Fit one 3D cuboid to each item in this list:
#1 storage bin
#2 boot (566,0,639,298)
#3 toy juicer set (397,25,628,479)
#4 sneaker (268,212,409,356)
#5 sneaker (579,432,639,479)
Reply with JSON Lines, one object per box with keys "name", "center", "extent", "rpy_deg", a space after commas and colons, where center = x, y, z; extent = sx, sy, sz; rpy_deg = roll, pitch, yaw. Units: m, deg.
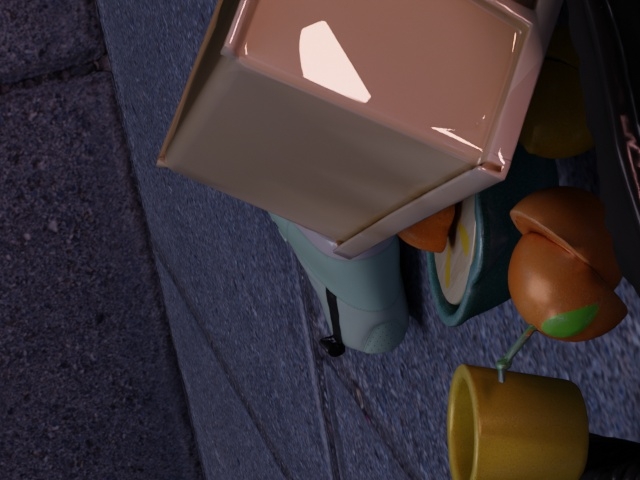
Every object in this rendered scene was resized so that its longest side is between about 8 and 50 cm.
{"name": "storage bin", "center": [0.032, -0.147, 0.725], "extent": [0.262, 0.123, 0.260], "rpy_deg": [146, 144, -76]}
{"name": "boot", "center": [0.149, -0.139, 0.430], "extent": [0.260, 0.131, 0.348], "rpy_deg": [130, 125, -78]}
{"name": "toy juicer set", "center": [0.083, -0.046, 0.799], "extent": [0.209, 0.089, 0.329], "rpy_deg": [98, 170, -47]}
{"name": "sneaker", "center": [0.000, 0.000, 1.320], "extent": [0.256, 0.094, 0.151], "rpy_deg": [-125, 19, -55]}
{"name": "sneaker", "center": [0.183, 0.141, 0.760], "extent": [0.276, 0.097, 0.135], "rpy_deg": [-143, 37, -64]}
